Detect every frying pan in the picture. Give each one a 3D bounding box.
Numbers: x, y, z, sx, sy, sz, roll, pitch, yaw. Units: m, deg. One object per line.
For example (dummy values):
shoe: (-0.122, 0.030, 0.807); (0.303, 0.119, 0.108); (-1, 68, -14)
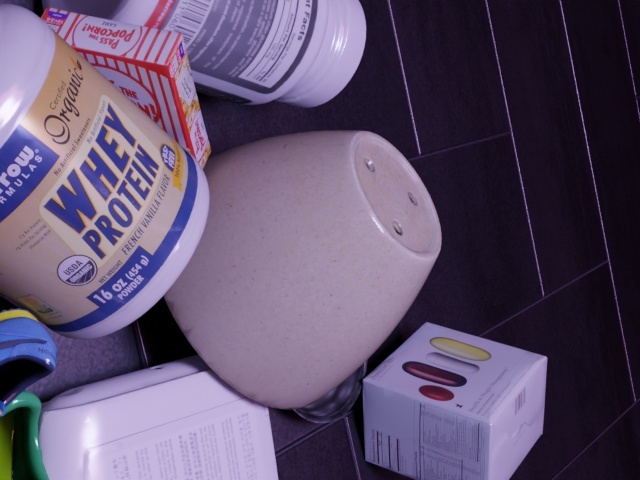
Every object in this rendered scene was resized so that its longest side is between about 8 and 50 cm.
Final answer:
frying pan: (-0.048, 0.138, 1.307); (0.326, 0.053, 0.197); (17, 71, -46)

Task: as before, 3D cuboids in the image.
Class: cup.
cup: (0.000, 0.000, 1.161); (0.331, 0.237, 0.331); (38, 35, -32)

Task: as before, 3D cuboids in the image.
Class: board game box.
board game box: (-0.202, -0.150, 1.029); (0.193, 0.146, 0.045); (83, 22, -59)

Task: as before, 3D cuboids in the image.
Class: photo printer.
photo printer: (-0.184, 0.270, 1.079); (0.307, 0.107, 0.256); (-11, 93, -50)

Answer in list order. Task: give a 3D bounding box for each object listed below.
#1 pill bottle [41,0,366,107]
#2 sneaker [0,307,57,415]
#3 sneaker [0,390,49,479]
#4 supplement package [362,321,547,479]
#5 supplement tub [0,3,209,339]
pill bottle: (-0.123, -0.277, 1.160); (0.363, 0.210, 0.210); (10, 76, -50)
sneaker: (-0.335, 0.138, 0.874); (0.209, 0.082, 0.069); (-28, 132, -13)
sneaker: (-0.316, 0.272, 0.907); (0.109, 0.123, 0.296); (11, 76, -49)
supplement package: (0.198, 0.246, 1.438); (0.194, 0.203, 0.149); (-35, 130, -47)
supplement tub: (-0.282, -0.074, 0.921); (0.316, 0.228, 0.228); (43, 54, -38)
